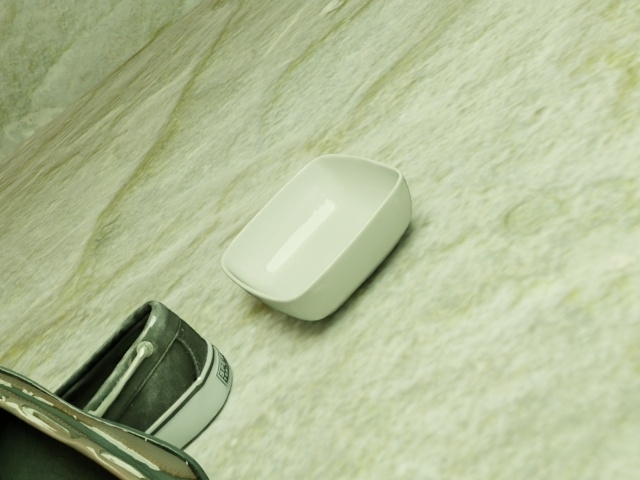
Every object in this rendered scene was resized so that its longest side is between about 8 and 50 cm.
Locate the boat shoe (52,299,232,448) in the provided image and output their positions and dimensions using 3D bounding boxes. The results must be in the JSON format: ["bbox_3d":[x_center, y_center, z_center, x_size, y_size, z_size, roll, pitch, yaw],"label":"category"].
[{"bbox_3d":[-0.208,0.169,0.496,0.306,0.105,0.113,-40,31,-1],"label":"boat shoe"}]

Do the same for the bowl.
[{"bbox_3d":[0.000,0.000,0.542,0.142,0.053,0.142,-47,32,-13],"label":"bowl"}]

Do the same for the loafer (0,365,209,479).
[{"bbox_3d":[-0.197,0.127,0.408,0.084,0.267,0.096,97,-172,-76],"label":"loafer"}]
